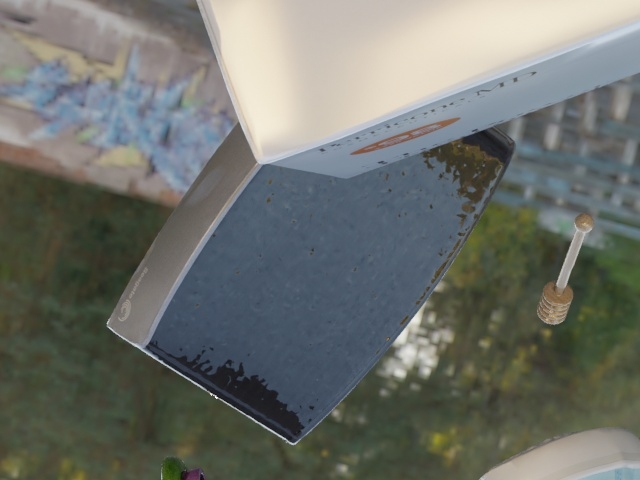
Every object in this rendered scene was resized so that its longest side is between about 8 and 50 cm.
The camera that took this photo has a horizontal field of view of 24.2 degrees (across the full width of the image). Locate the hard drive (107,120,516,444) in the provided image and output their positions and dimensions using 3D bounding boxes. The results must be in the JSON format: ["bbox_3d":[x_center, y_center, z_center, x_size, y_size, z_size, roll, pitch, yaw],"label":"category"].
[{"bbox_3d":[0.000,0.000,0.958,0.172,0.254,0.054,35,-175,-19],"label":"hard drive"}]

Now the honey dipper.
[{"bbox_3d":[0.235,0.024,1.418,0.030,0.030,0.160,15,144,7],"label":"honey dipper"}]

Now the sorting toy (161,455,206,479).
[{"bbox_3d":[-0.084,0.200,1.065,0.042,0.102,0.061,-13,145,7],"label":"sorting toy"}]

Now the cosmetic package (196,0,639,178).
[{"bbox_3d":[0.153,-0.132,0.624,0.377,0.097,0.284,-20,177,7],"label":"cosmetic package"}]

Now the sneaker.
[{"bbox_3d":[0.248,0.262,1.227,0.366,0.135,0.150,36,-155,-54],"label":"sneaker"}]
